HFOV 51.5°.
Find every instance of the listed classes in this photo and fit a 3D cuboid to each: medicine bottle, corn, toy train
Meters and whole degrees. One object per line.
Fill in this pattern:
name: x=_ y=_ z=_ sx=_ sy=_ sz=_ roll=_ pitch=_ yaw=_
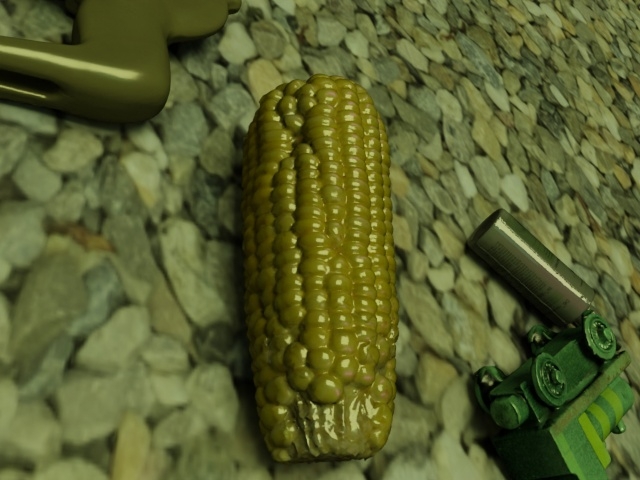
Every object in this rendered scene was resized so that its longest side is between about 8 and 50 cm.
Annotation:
medicine bottle: x=0.250 y=0.050 z=0.718 sx=0.199 sy=0.057 sz=0.057 roll=42 pitch=44 yaw=0
corn: x=0.000 y=0.000 z=0.532 sx=0.130 sy=0.130 sz=0.346 roll=13 pitch=55 yaw=-27
toy train: x=0.230 y=0.149 z=0.621 sx=0.200 sy=0.083 sz=0.132 roll=-19 pitch=81 yaw=-42

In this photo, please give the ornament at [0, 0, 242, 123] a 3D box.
ornament: x=-0.182 y=-0.200 z=0.603 sx=0.245 sy=0.061 sz=0.230 roll=9 pitch=52 yaw=-26
